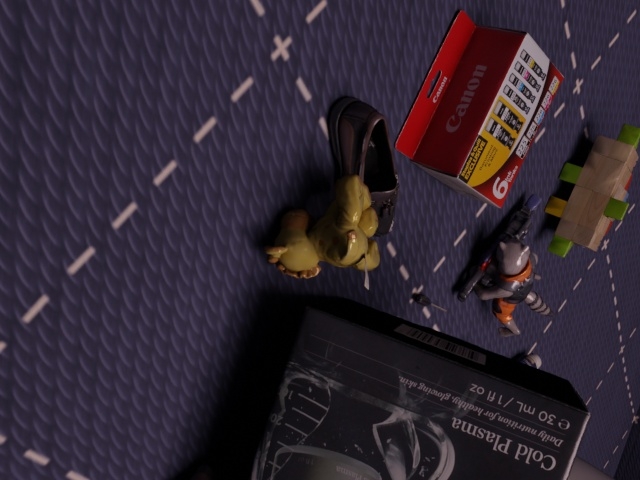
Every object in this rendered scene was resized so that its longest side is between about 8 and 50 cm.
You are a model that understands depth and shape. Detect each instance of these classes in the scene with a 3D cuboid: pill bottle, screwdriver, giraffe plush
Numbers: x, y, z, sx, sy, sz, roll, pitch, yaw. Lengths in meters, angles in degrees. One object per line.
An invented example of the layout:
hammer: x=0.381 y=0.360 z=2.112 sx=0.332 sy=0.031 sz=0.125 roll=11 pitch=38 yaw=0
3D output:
pill bottle: x=0.609 y=0.382 z=2.058 sx=0.120 sy=0.067 sz=0.067 roll=-20 pitch=123 yaw=-39
screwdriver: x=0.263 y=0.151 z=1.627 sx=0.170 sy=0.025 sz=0.024 roll=26 pitch=90 yaw=-58
giraffe plush: x=0.000 y=0.000 z=1.175 sx=0.181 sy=0.170 sz=0.210 roll=67 pitch=23 yaw=-44

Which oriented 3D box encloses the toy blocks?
toy blocks: x=0.783 y=-0.119 z=1.923 sx=0.261 sy=0.190 sz=0.381 roll=10 pitch=103 yaw=-60

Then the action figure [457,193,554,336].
action figure: x=0.509 y=0.067 z=1.719 sx=0.341 sy=0.178 sz=0.330 roll=-54 pitch=148 yaw=-8

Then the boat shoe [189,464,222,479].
boat shoe: x=-0.188 y=0.530 z=1.293 sx=0.092 sy=0.103 sz=0.285 roll=-67 pitch=150 yaw=-45

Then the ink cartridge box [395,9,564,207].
ink cartridge box: x=0.325 y=-0.259 z=1.389 sx=0.272 sy=0.130 sz=0.309 roll=22 pitch=94 yaw=-48

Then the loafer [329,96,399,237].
loafer: x=0.094 y=-0.115 z=1.250 sx=0.109 sy=0.095 sz=0.302 roll=-40 pitch=134 yaw=-25

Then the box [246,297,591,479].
box: x=0.147 y=0.403 z=1.211 sx=0.297 sy=0.480 sz=0.472 roll=5 pitch=104 yaw=-76

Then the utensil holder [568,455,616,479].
utensil holder: x=0.687 y=0.784 z=2.106 sx=0.327 sy=0.385 sz=0.328 roll=-22 pitch=125 yaw=-36
